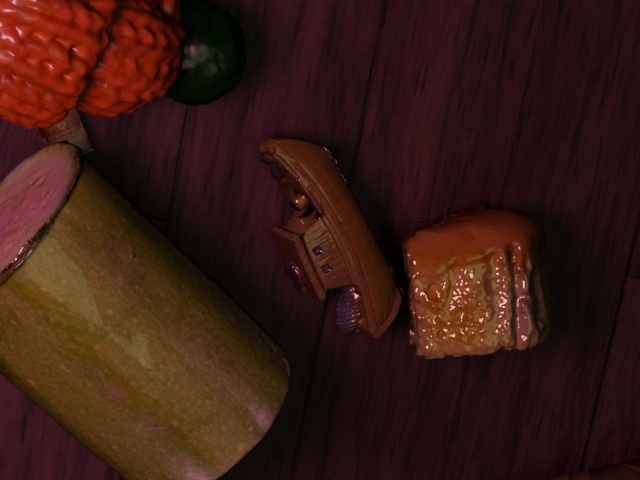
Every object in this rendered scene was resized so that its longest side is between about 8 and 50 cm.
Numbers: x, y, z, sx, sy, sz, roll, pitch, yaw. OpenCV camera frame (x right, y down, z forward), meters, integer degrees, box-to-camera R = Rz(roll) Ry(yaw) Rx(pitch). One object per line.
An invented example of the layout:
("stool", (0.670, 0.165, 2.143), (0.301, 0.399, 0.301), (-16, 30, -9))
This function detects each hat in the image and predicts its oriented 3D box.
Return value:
("hat", (-0.266, -0.221, 1.601), (0.400, 0.285, 0.285), (29, 89, -39))

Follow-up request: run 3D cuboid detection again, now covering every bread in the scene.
("bread", (0.237, 0.050, 1.925), (0.262, 0.163, 0.204), (-16, 100, -43))

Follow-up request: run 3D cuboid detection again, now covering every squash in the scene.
("squash", (-0.254, 0.101, 1.666), (0.263, 0.263, 0.384), (-47, 116, -8))

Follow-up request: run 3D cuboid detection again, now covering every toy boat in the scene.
("toy boat", (0.000, 0.000, 1.852), (0.121, 0.089, 0.321), (-36, 116, -17))

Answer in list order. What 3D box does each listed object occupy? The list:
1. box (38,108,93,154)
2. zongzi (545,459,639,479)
("box", (-0.319, -0.138, 1.709), (0.052, 0.023, 0.082), (-27, 112, -18))
("zongzi", (0.507, 0.555, 2.200), (0.467, 0.218, 0.499), (-8, 113, -2))
